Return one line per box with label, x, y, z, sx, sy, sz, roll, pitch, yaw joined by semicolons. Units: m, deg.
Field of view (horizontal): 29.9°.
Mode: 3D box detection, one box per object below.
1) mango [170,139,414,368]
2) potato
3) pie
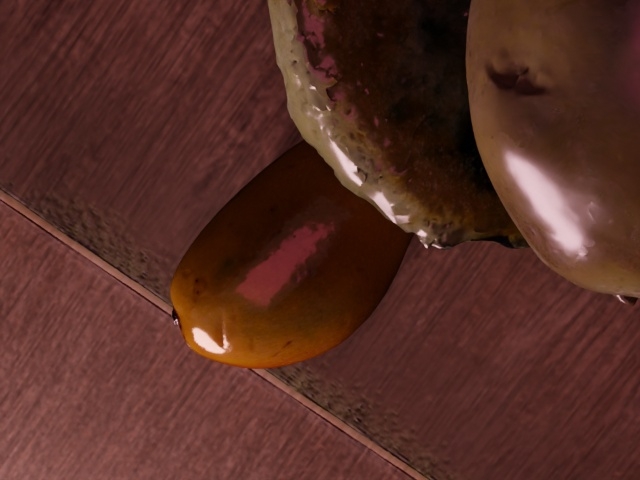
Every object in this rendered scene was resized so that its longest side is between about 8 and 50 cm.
mango;0.000;0.000;0.909;0.253;0.113;0.138;-44;100;-3
potato;0.216;-0.125;0.744;0.243;0.221;0.326;23;89;-24
pie;0.101;-0.165;0.852;0.296;0.078;0.371;-23;100;-21
